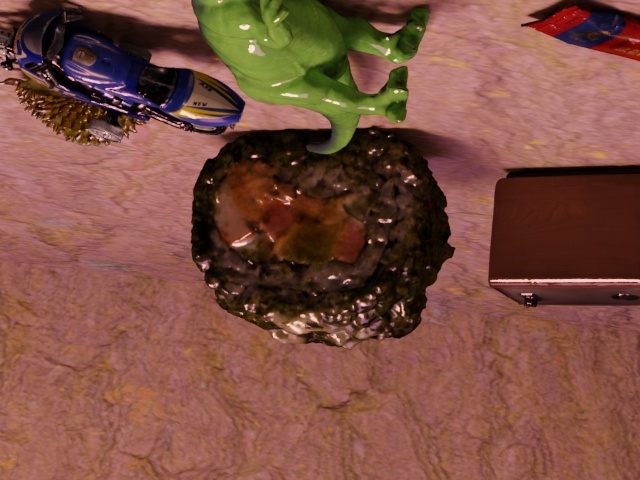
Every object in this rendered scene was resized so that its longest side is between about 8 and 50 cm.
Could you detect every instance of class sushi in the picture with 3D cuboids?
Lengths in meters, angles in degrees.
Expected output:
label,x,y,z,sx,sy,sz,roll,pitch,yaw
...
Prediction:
label,x,y,z,sx,sy,sz,roll,pitch,yaw
sushi,0.000,0.000,1.927,0.352,0.294,0.178,3,164,22

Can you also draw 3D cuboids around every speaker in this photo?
label,x,y,z,sx,sy,sz,roll,pitch,yaw
speaker,0.379,0.002,1.991,0.231,0.192,0.153,-2,165,27

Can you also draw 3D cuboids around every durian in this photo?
label,x,y,z,sx,sy,sz,roll,pitch,yaw
durian,-0.296,-0.165,1.761,0.221,0.095,0.137,7,169,25

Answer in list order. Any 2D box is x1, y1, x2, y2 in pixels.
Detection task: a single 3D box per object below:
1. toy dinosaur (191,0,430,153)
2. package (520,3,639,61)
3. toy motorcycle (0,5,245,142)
label,x,y,z,sx,sy,sz,roll,pitch,yaw
toy dinosaur,-0.093,-0.187,1.453,0.374,0.144,0.500,14,162,-14
package,0.311,-0.210,1.419,0.200,0.022,0.083,9,168,-24
toy motorcycle,-0.240,-0.187,1.555,0.315,0.113,0.169,19,170,-5
